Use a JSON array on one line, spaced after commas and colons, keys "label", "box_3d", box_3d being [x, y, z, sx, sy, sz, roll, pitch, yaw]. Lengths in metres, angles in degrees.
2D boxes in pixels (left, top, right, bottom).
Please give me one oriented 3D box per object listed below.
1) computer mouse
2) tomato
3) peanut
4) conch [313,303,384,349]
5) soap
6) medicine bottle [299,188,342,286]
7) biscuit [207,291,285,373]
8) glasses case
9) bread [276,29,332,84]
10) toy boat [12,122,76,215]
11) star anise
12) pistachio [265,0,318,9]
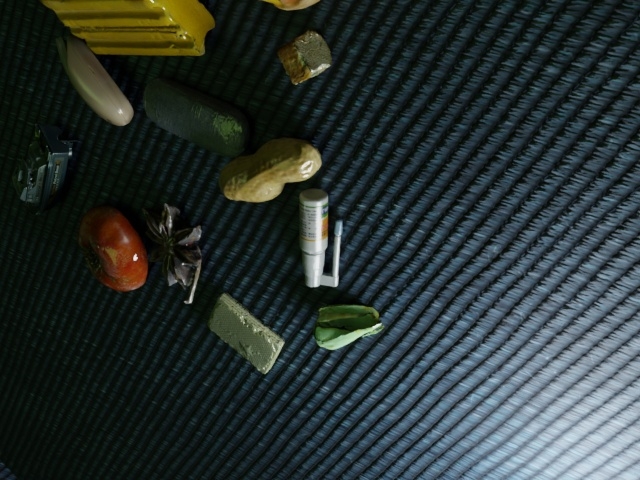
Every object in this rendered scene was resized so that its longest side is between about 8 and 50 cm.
[{"label": "computer mouse", "box_3d": [-0.519, -0.359, 1.859, 0.236, 0.082, 0.145, 52, 173, -4]}, {"label": "tomato", "box_3d": [-0.544, 0.030, 2.086, 0.236, 0.095, 0.237, 28, 135, 33]}, {"label": "peanut", "box_3d": [-0.106, -0.149, 1.707, 0.263, 0.101, 0.117, -24, 142, 38]}, {"label": "conch", "box_3d": [0.053, 0.178, 1.795, 0.170, 0.079, 0.106, -21, 108, 24]}, {"label": "soap", "box_3d": [-0.397, -0.473, 1.675, 0.324, 0.096, 0.204, 9, 161, 30]}, {"label": "medicine bottle", "box_3d": [0.000, 0.000, 1.744, 0.092, 0.061, 0.221, 7, 120, 10]}, {"label": "biscuit", "box_3d": [-0.187, 0.229, 2.006, 0.199, 0.040, 0.121, 38, 132, 11]}, {"label": "glasses case", "box_3d": [-0.273, -0.270, 1.779, 0.282, 0.067, 0.109, 27, 124, 23]}, {"label": "bread", "box_3d": [-0.031, -0.351, 1.565, 0.070, 0.076, 0.083, -17, 104, 51]}, {"label": "toy boat", "box_3d": [-0.725, -0.166, 2.113, 0.114, 0.122, 0.296, 60, 139, 27]}, {"label": "star anise", "box_3d": [-0.348, 0.024, 1.979, 0.230, 0.081, 0.262, -32, 83, 41]}, {"label": "pistachio", "box_3d": [-0.048, -0.535, 1.396, 0.230, 0.230, 0.309, 47, 135, 4]}]
